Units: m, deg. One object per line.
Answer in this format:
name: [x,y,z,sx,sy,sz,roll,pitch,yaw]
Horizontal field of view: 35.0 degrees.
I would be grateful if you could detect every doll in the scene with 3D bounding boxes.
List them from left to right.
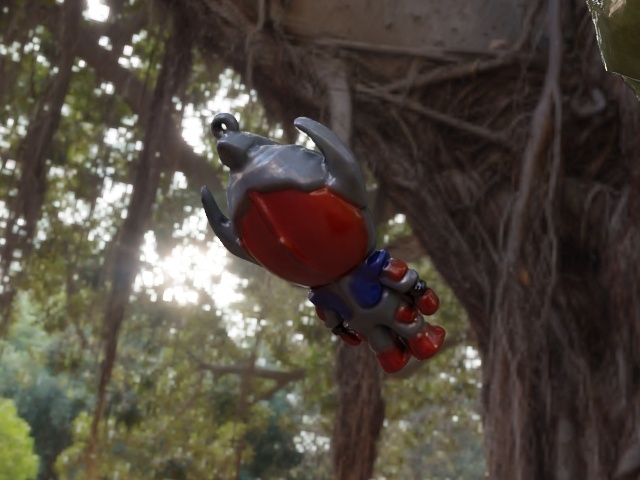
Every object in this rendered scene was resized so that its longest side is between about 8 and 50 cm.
doll: [0.001,-0.001,0.612,0.194,0.062,0.104,49,-33,-12]

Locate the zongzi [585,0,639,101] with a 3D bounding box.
zongzi: [0.235,-0.044,0.366,0.251,0.274,0.125,20,-65,-12]
